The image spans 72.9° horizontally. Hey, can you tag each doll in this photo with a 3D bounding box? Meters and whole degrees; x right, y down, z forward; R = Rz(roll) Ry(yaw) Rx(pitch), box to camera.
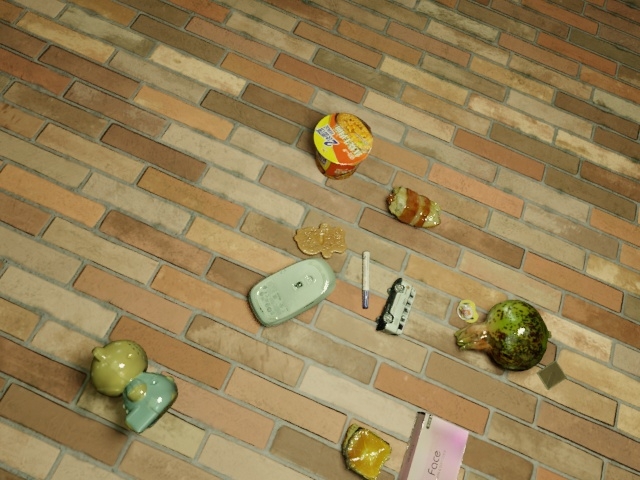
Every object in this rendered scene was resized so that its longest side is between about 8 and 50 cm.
[{"bbox_3d":[-0.541,0.401,1.244,0.260,0.177,0.161,42,75,6],"label":"doll"}]

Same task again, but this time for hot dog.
[{"bbox_3d":[0.341,-0.112,1.582,0.213,0.103,0.146,29,48,-6],"label":"hot dog"}]

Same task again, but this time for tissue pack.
[{"bbox_3d":[0.337,0.666,1.305,0.148,0.092,0.246,23,69,0],"label":"tissue pack"}]

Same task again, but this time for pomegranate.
[{"bbox_3d":[0.600,0.317,1.429,0.204,0.276,0.222,23,58,-45],"label":"pomegranate"}]

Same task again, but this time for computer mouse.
[{"bbox_3d":[-0.088,0.165,1.428,0.288,0.097,0.160,-29,78,-4],"label":"computer mouse"}]

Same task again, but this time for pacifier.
[{"bbox_3d":[0.515,0.242,1.506,0.064,0.068,0.083,-18,91,-48],"label":"pacifier"}]

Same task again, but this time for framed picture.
[{"bbox_3d":[0.790,0.460,1.480,0.089,0.007,0.066,-26,76,-15],"label":"framed picture"}]

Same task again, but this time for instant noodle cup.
[{"bbox_3d":[0.073,-0.329,1.581,0.213,0.174,0.213,2,71,-5],"label":"instant noodle cup"}]

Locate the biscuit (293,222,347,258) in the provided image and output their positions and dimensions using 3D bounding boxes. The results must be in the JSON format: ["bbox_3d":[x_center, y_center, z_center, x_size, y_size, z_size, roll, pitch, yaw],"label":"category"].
[{"bbox_3d":[0.004,0.005,1.531,0.184,0.027,0.134,-14,74,-10],"label":"biscuit"}]

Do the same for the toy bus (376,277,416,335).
[{"bbox_3d":[0.258,0.225,1.458,0.089,0.087,0.194,26,69,-5],"label":"toy bus"}]

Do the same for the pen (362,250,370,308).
[{"bbox_3d":[0.158,0.136,1.507,0.025,0.025,0.204,5,71,-5],"label":"pen"}]

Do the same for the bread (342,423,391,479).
[{"bbox_3d":[0.131,0.635,1.302,0.140,0.069,0.128,31,71,1],"label":"bread"}]
